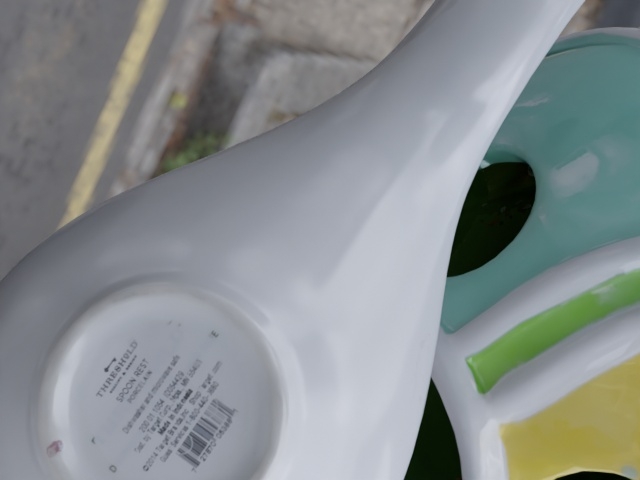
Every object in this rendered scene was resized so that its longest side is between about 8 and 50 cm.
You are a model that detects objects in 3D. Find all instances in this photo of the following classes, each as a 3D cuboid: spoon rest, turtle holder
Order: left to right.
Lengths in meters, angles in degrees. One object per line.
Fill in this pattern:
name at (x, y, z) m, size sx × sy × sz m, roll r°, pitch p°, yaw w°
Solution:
spoon rest at (0.000, 0.000, 0.556) m, size 0.276 × 0.137 × 0.084 m, roll -52°, pitch 173°, yaw 2°
turtle holder at (0.134, 0.064, 0.697) m, size 0.227 × 0.320 × 0.243 m, roll -14°, pitch 148°, yaw -25°
